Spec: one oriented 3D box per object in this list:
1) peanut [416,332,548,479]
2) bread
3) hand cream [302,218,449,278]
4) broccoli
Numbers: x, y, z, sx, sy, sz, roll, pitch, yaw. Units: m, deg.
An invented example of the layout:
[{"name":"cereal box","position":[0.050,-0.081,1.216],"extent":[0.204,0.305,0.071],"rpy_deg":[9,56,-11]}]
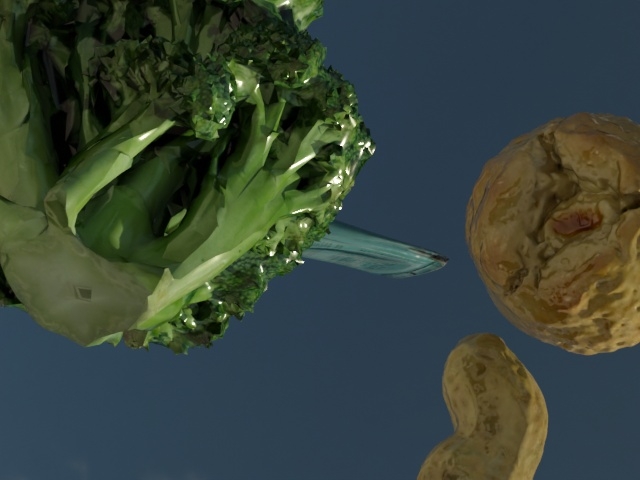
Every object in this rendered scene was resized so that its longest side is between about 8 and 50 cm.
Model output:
[{"name":"peanut","position":[0.147,0.195,1.047],"extent":[0.098,0.103,0.229],"rpy_deg":[-9,-123,44]},{"name":"bread","position":[0.242,-0.018,1.106],"extent":[0.244,0.134,0.244],"rpy_deg":[-12,-114,29]},{"name":"hand cream","position":[0.000,0.000,0.965],"extent":[0.083,0.224,0.048],"rpy_deg":[-18,-117,50]},{"name":"broccoli","position":[-0.120,-0.054,0.692],"extent":[0.308,0.275,0.308],"rpy_deg":[5,-59,9]}]
